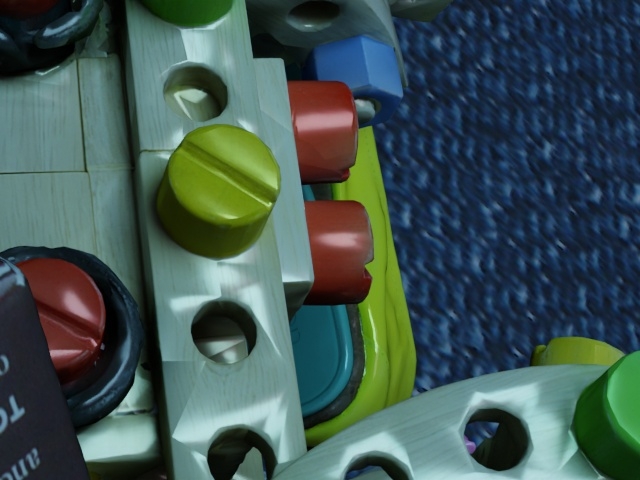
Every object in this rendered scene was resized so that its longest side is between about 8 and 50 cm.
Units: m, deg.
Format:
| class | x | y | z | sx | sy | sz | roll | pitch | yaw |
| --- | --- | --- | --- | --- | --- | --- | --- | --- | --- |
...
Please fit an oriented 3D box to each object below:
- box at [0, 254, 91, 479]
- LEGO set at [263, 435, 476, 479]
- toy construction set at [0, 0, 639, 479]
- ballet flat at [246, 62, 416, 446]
| class | x | y | z | sx | sy | sz | roll | pitch | yaw |
| --- | --- | --- | --- | --- | --- | --- | --- | --- | --- |
| box | -0.144 | 0.120 | 0.360 | 0.167 | 0.168 | 0.203 | -41 | 127 | -44 |
| LEGO set | -0.012 | 0.115 | 0.560 | 0.287 | 0.107 | 0.132 | 22 | 54 | -27 |
| toy construction set | 0.000 | 0.000 | 0.495 | 0.215 | 0.151 | 0.327 | -2 | 51 | -15 |
| ballet flat | -0.008 | -0.030 | 0.680 | 0.077 | 0.077 | 0.231 | 19 | 55 | -55 |
